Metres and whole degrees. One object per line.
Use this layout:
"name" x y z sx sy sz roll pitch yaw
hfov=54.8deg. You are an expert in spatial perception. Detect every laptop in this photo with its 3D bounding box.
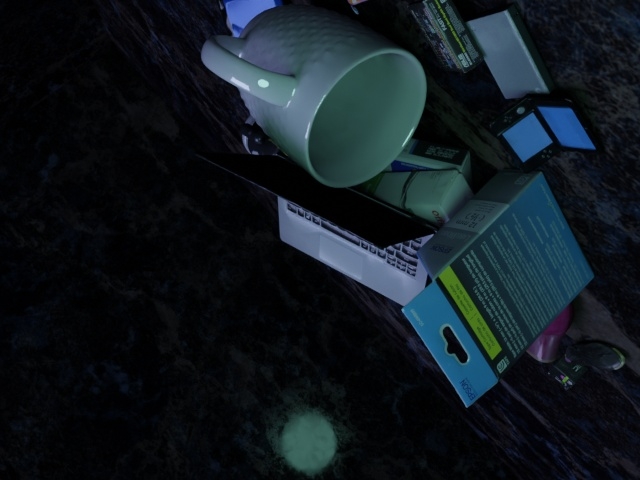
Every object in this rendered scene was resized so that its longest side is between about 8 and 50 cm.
"laptop" 0.000 0.000 1.189 0.382 0.236 0.408 28 143 23

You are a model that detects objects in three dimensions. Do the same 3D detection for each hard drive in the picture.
"hard drive" 0.270 -0.265 0.879 0.135 0.022 0.094 53 167 -21

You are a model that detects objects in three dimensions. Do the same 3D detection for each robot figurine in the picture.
"robot figurine" -0.118 -0.289 1.851 0.278 0.173 0.209 39 159 39

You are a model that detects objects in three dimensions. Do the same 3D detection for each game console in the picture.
"game console" 0.325 -0.148 0.892 0.122 0.107 0.071 41 -158 -33
"game console" -0.125 -0.475 1.490 0.250 0.173 0.293 1 123 32

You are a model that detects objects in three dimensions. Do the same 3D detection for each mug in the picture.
"mug" -0.044 -0.299 1.142 0.374 0.276 0.328 -2 -143 -45

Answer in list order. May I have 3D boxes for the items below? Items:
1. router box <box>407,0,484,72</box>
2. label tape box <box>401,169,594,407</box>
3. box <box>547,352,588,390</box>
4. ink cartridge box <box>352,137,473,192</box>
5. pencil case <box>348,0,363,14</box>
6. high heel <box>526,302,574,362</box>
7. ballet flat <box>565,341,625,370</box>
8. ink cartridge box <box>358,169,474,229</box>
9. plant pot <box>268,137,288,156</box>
"router box" 0.187 -0.314 0.928 0.122 0.038 0.092 53 -175 -19
"label tape box" 0.293 0.078 1.083 0.249 0.348 0.115 54 166 -23
"box" 0.594 0.315 1.484 0.062 0.052 0.083 43 168 24
"ink cartridge box" 0.185 -0.109 1.353 0.304 0.072 0.307 16 155 25
"pencil case" 0.024 -0.477 0.869 0.284 0.124 0.124 53 168 -26
"high heel" 0.420 0.096 1.398 0.377 0.127 0.181 42 139 47
"ballet flat" 0.591 0.244 1.319 0.173 0.049 0.057 159 115 -77
"ink cartridge box" 0.200 -0.057 1.245 0.219 0.092 0.160 4 146 45
"plant pot" -0.086 -0.270 1.695 0.079 0.083 0.083 53 168 -18
